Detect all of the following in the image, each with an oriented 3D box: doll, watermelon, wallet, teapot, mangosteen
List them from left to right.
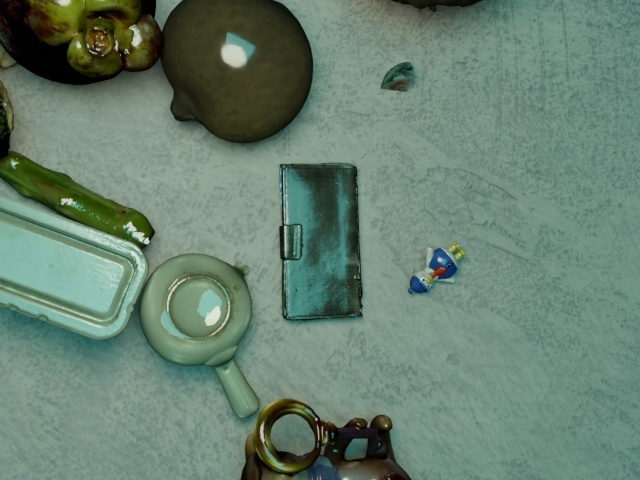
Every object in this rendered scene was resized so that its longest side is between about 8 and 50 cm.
[{"bbox_3d":[-0.417,-0.413,1.200,0.313,0.297,0.297,22,82,4],"label":"mangosteen"},{"bbox_3d":[-0.223,0.184,1.256,0.220,0.149,0.318,-3,84,-19],"label":"teapot"},{"bbox_3d":[0.000,0.000,1.363,0.169,0.044,0.317,-2,87,-14],"label":"wallet"},{"bbox_3d":[0.017,0.452,1.245,0.340,0.209,0.318,3,82,-7],"label":"doll"},{"bbox_3d":[0.174,-0.337,1.416,0.085,0.085,0.061,-46,128,-10],"label":"watermelon"},{"bbox_3d":[0.236,0.062,1.394,0.143,0.057,0.099,-39,107,-5],"label":"doll"}]

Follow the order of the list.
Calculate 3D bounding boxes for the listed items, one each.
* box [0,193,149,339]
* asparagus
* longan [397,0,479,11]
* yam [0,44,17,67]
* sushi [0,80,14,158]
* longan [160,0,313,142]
[{"bbox_3d":[-0.469,0.051,1.209,0.312,0.182,0.175,21,83,-7],"label":"box"},{"bbox_3d":[-0.468,-0.075,1.272,0.343,0.085,0.082,27,95,0],"label":"asparagus"},{"bbox_3d":[0.226,-0.632,1.274,0.436,0.404,0.404,19,83,-9],"label":"longan"},{"bbox_3d":[-0.733,-0.413,1.257,0.357,0.081,0.081,22,82,-6],"label":"yam"},{"bbox_3d":[-0.645,-0.294,1.141,0.171,0.211,0.350,-27,116,-31],"label":"sushi"},{"bbox_3d":[-0.162,-0.327,1.263,0.300,0.243,0.300,0,86,3],"label":"longan"}]
